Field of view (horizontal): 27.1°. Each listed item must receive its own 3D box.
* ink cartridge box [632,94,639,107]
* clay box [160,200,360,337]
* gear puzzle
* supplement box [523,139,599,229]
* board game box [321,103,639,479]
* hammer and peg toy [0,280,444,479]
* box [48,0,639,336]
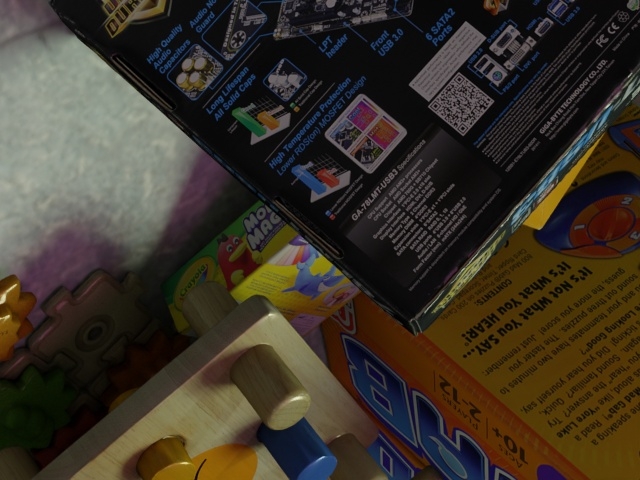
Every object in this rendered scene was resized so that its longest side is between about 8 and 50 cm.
[{"bbox_3d":[0.290,-0.177,1.040,0.097,0.255,0.189,-41,143,-11],"label":"ink cartridge box"},{"bbox_3d":[0.000,0.000,1.007,0.222,0.053,0.127,-40,148,23],"label":"clay box"},{"bbox_3d":[-0.172,0.114,0.996,0.175,0.044,0.339,-46,144,-5],"label":"gear puzzle"},{"bbox_3d":[0.108,-0.147,0.929,0.129,0.194,0.191,15,110,-52],"label":"supplement box"},{"bbox_3d":[0.254,0.126,1.186,0.356,0.356,0.356,-33,141,-20],"label":"board game box"},{"bbox_3d":[-0.069,0.195,1.032,0.266,0.127,0.361,-40,146,-2],"label":"hammer and peg toy"},{"bbox_3d":[0.044,-0.149,0.781,0.295,0.293,0.073,-49,166,-3],"label":"box"}]
